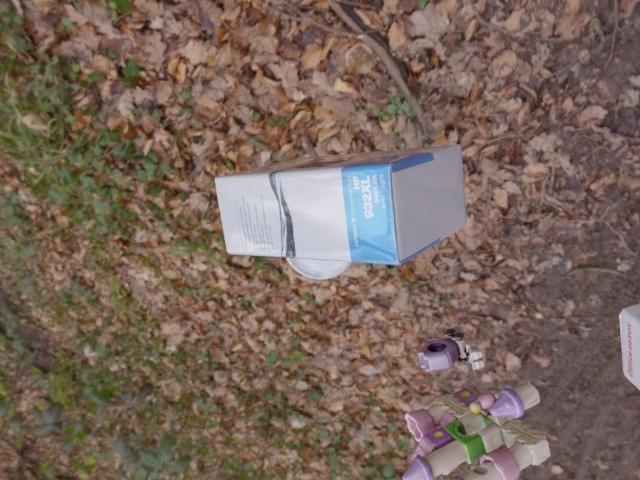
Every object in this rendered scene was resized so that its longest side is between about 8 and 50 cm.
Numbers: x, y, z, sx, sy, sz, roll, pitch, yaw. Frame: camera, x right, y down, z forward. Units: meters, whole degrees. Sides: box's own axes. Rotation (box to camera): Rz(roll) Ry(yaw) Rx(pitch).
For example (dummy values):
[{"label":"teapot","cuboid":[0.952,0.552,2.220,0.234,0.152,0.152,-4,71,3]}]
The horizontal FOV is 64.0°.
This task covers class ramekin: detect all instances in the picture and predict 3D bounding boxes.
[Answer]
[{"label":"ramekin","cuboid":[0.000,0.000,1.294,0.207,0.109,0.207,2,113,5]}]

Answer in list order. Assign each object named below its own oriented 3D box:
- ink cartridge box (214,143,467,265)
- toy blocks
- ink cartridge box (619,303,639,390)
[{"label":"ink cartridge box","cuboid":[0.030,-0.060,0.771,0.307,0.223,0.129,2,107,37]},{"label":"toy blocks","cuboid":[0.258,0.393,1.012,0.288,0.260,0.309,-160,53,-69]},{"label":"ink cartridge box","cuboid":[0.552,0.198,0.762,0.086,0.203,0.148,-17,115,1]}]
